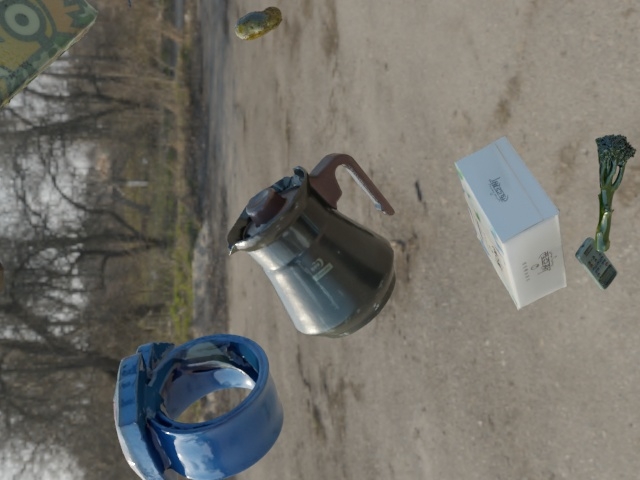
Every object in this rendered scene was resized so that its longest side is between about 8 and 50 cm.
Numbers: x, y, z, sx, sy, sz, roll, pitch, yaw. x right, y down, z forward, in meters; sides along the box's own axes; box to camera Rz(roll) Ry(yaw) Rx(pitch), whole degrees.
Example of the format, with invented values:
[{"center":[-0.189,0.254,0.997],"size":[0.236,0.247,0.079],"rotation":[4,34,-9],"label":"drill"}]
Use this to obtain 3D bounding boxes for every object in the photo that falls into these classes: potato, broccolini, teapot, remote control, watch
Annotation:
[{"center":[-0.108,-0.378,1.249],"size":[0.046,0.092,0.045],"rotation":[-64,-43,-67],"label":"potato"},{"center":[0.518,-0.084,1.272],"size":[0.067,0.058,0.216],"rotation":[18,127,43],"label":"broccolini"},{"center":[0.000,0.000,1.670],"size":[0.376,0.362,0.305],"rotation":[-49,26,-10],"label":"teapot"},{"center":[0.545,0.046,1.414],"size":[0.053,0.124,0.018],"rotation":[-50,30,-8],"label":"remote control"},{"center":[-0.211,0.281,1.297],"size":[0.305,0.274,0.242],"rotation":[-101,-3,-56],"label":"watch"}]

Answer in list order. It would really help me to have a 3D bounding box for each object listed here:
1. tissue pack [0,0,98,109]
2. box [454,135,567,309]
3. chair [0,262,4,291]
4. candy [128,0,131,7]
[{"center":[-0.585,-0.383,1.277],"size":[0.128,0.228,0.311],"rotation":[-23,29,51],"label":"tissue pack"},{"center":[0.365,-0.027,1.362],"size":[0.274,0.116,0.203],"rotation":[56,-171,-54],"label":"box"},{"center":[-0.690,0.245,1.199],"size":[0.241,0.416,0.203],"rotation":[61,153,4],"label":"chair"},{"center":[-0.230,-0.338,0.795],"size":[0.088,0.038,0.136],"rotation":[100,152,-61],"label":"candy"}]
